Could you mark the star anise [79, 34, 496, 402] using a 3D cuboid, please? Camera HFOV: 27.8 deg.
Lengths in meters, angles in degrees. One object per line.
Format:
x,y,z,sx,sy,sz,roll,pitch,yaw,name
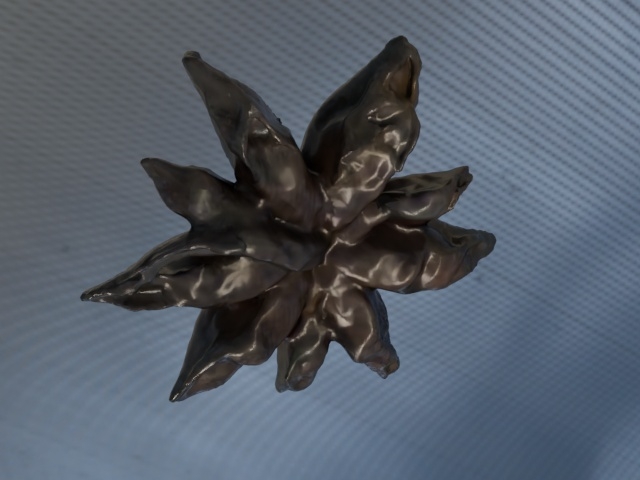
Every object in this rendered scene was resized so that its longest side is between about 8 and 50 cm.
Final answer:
0.000,0.000,0.580,0.182,0.065,0.195,16,105,-30,star anise
